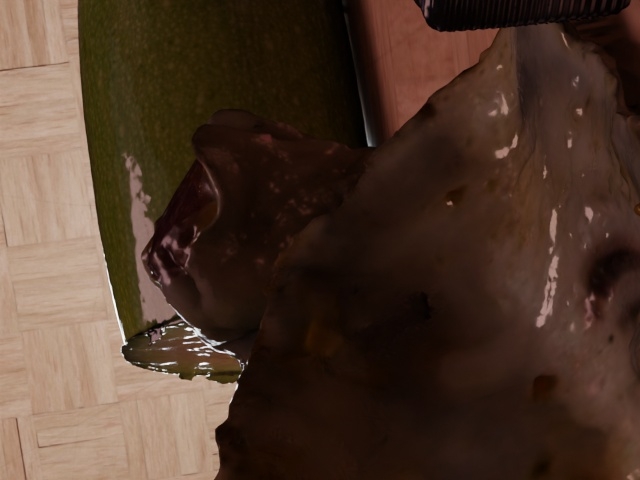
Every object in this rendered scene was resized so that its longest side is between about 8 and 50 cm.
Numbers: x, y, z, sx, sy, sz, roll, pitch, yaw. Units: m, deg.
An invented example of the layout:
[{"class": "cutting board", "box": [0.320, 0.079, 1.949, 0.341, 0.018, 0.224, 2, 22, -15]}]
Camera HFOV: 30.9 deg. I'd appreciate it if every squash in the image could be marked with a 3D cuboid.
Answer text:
[{"class": "squash", "box": [-0.082, -0.076, 1.065, 0.263, 0.263, 0.384, 99, 162, -69]}]

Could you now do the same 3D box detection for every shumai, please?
[{"class": "shumai", "box": [0.003, -0.003, 0.674, 0.185, 0.184, 0.218, 47, -171, 5]}]

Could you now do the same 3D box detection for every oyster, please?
[{"class": "oyster", "box": [0.060, 0.068, 0.397, 0.111, 0.204, 0.396, 41, -156, -35]}]

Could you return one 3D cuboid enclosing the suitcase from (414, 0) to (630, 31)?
[{"class": "suitcase", "box": [0.070, -0.131, 0.388, 0.059, 0.086, 0.126, -102, 7, -46]}]
